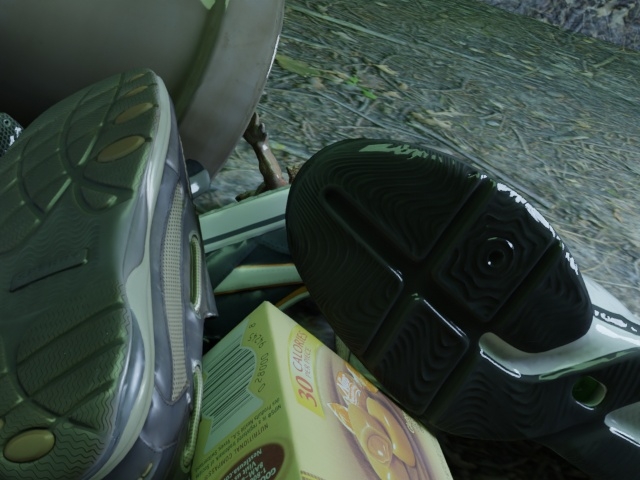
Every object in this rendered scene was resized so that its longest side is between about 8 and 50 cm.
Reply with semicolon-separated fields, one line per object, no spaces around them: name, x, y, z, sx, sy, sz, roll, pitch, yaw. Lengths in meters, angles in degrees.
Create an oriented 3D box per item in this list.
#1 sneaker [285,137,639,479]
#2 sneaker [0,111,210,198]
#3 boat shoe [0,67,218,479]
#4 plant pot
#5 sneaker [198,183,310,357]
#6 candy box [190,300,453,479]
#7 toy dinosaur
sneaker;0.128;0.052;0.815;0.447;0.169;0.257;34;4;-24
sneaker;-0.206;-0.056;0.785;0.228;0.130;0.087;-17;4;-17
boat shoe;-0.138;0.026;0.621;0.132;0.130;0.355;-16;43;13
plant pot;-0.236;-0.209;0.900;0.280;0.323;0.323;23;20;-34
sneaker;-0.123;0.050;0.763;0.321;0.127;0.126;-17;6;-4
candy box;0.021;0.192;0.544;0.183;0.087;0.316;40;17;-27
toy dinosaur;0.000;0.000;0.953;0.200;0.127;0.295;18;28;-51
